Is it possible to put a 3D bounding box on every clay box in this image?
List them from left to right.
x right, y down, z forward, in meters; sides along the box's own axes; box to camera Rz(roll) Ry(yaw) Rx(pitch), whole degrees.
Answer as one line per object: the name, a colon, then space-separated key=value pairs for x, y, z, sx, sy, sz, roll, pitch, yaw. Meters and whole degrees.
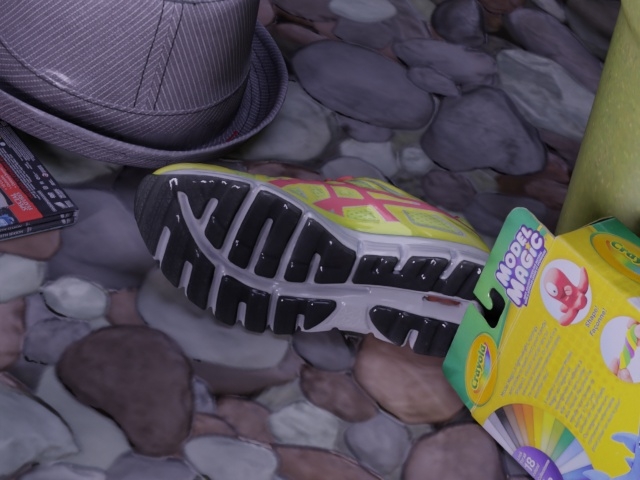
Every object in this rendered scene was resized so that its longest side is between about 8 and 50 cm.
clay box: x=0.161 y=0.088 z=0.812 sx=0.053 sy=0.127 sz=0.222 roll=-16 pitch=50 yaw=-39

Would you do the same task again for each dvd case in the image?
dvd case: x=-0.201 y=-0.028 z=0.891 sx=0.119 sy=0.013 sz=0.087 roll=-14 pitch=48 yaw=-38

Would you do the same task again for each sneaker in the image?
sneaker: x=0.000 y=0.000 z=0.902 sx=0.208 sy=0.081 sz=0.094 roll=18 pitch=29 yaw=-13

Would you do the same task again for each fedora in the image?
fedora: x=-0.121 y=-0.168 z=1.001 sx=0.244 sy=0.124 sz=0.275 roll=10 pitch=37 yaw=-20

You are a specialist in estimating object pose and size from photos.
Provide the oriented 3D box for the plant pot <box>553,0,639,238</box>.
plant pot: x=0.245 y=-0.039 z=0.904 sx=0.276 sy=0.254 sz=0.276 roll=13 pitch=38 yaw=-10
